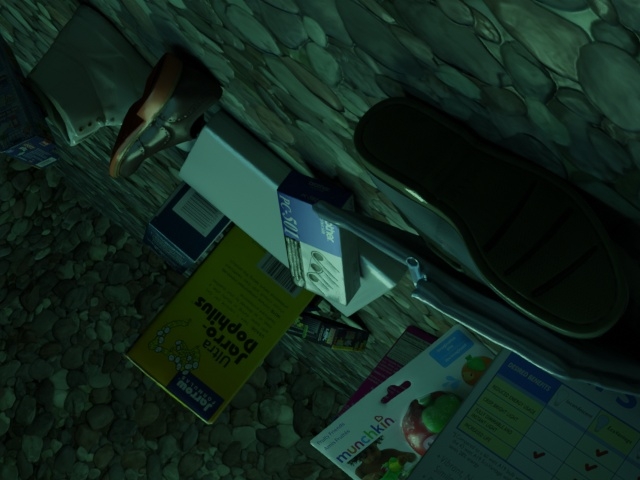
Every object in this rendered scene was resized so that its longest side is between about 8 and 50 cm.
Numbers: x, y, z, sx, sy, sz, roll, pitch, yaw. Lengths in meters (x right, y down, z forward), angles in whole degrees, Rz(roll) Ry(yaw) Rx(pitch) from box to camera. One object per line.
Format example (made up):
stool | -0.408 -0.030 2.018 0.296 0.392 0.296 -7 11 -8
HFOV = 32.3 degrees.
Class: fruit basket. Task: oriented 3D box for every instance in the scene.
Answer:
fruit basket | 0.218 0.341 1.755 0.353 0.327 0.165 41 -159 -22

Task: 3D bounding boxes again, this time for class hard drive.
hard drive | -0.050 -0.032 1.672 0.353 0.047 0.233 40 158 -4

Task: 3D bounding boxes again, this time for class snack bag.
snack bag | 0.180 0.064 1.136 0.342 0.037 0.323 32 -171 35

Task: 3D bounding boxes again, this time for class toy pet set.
toy pet set | -0.015 0.116 2.214 0.122 0.065 0.114 45 168 -25

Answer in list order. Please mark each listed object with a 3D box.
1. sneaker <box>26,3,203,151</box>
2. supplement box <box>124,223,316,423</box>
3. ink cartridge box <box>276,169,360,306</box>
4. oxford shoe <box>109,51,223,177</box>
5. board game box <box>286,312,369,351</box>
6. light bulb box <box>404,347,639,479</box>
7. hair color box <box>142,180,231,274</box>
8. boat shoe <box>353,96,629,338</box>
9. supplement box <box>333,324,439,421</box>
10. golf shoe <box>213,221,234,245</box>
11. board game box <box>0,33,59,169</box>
sneaker | -0.311 -0.193 1.667 0.292 0.169 0.108 45 166 -35
supplement box | -0.168 0.132 2.011 0.195 0.356 0.194 40 169 -5
ink cartridge box | 0.000 0.000 1.545 0.097 0.046 0.207 23 146 22
oxford shoe | -0.222 -0.151 1.540 0.098 0.097 0.271 22 149 -18
board game box | 0.003 0.182 2.256 0.141 0.048 0.170 16 179 25
light bulb box | 0.302 0.346 1.299 0.358 0.361 0.225 33 169 31
hair color box | -0.218 -0.045 1.943 0.105 0.174 0.347 41 169 -4
boat shoe | 0.158 -0.016 1.003 0.302 0.113 0.103 45 175 29
supplement box | 0.147 0.273 1.901 0.111 0.220 0.114 47 168 -32
golf shoe | -0.158 0.016 2.236 0.067 0.086 0.186 29 167 37
board game box | -0.448 -0.212 1.608 0.194 0.060 0.194 60 -175 -87
